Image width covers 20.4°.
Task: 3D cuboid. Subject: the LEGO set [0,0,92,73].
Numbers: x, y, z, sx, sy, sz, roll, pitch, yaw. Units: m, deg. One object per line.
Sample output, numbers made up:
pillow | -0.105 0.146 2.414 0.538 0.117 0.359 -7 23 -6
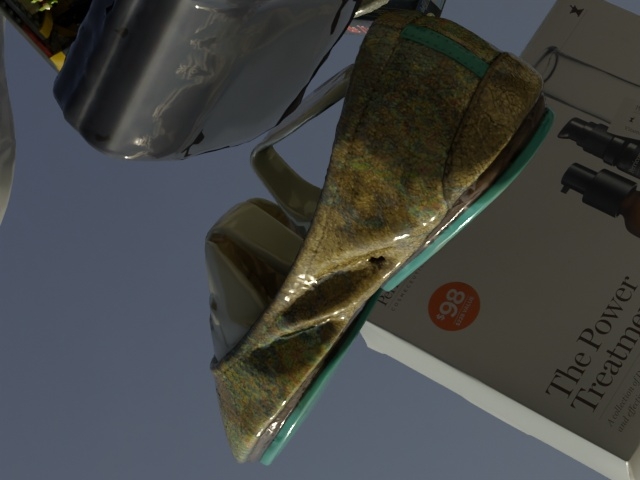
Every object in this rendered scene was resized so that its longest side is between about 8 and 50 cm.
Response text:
LEGO set | -0.120 -0.251 0.848 0.331 0.192 0.255 52 -162 -34

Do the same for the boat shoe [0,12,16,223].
boat shoe | -0.292 -0.126 1.320 0.094 0.109 0.302 -12 -68 -44

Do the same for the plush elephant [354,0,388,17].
plush elephant | 0.058 -0.257 0.975 0.330 0.272 0.255 27 -125 -41

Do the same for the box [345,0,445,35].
box | 0.041 -0.300 1.899 0.044 0.233 0.159 33 -107 -50

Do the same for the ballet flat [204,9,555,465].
ballet flat | 0.000 0.000 0.958 0.123 0.348 0.123 14 -128 -19

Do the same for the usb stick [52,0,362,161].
usb stick | 0.010 -0.108 0.374 0.077 0.278 0.045 -19 -112 -35

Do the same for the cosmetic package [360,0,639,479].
cosmetic package | 0.247 -0.011 1.567 0.377 0.284 0.097 -56 -27 -14
